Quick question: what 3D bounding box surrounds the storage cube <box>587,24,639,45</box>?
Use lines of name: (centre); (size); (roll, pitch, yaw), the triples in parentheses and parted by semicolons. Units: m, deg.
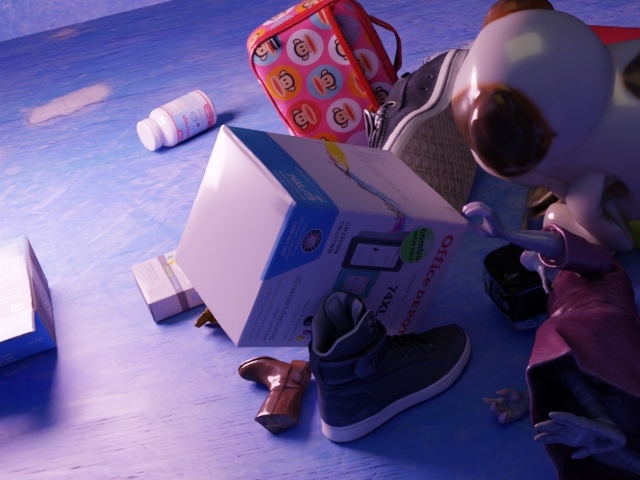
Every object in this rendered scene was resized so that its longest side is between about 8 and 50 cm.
storage cube: (0.441, -0.234, 1.612); (0.193, 0.184, 0.215); (-34, 33, -33)

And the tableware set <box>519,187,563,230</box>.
tableware set: (0.341, -0.093, 1.474); (0.128, 0.039, 0.194); (-40, 9, 28)

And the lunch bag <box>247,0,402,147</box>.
lunch bag: (0.033, -0.299, 1.785); (0.258, 0.293, 0.120); (-29, 26, 6)

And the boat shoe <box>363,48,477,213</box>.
boat shoe: (0.152, -0.148, 1.596); (0.156, 0.187, 0.500); (-12, 31, 31)

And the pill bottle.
pill bottle: (-0.309, -0.255, 2.113); (0.160, 0.087, 0.087); (-32, 32, -29)

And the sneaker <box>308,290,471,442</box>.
sneaker: (0.083, 0.116, 1.164); (0.226, 0.164, 0.086); (-29, 29, -29)

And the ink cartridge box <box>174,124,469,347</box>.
ink cartridge box: (0.000, 0.000, 1.230); (0.270, 0.198, 0.197); (4, 29, -37)

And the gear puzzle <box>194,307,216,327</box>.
gear puzzle: (-0.057, 0.008, 1.410); (0.339, 0.044, 0.175); (-46, -3, 0)

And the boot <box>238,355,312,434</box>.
boot: (-0.068, 0.195, 1.231); (0.106, 0.037, 0.114); (-6, 33, 20)

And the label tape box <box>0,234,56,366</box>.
label tape box: (-0.532, 0.136, 1.479); (0.240, 0.106, 0.334); (-20, 29, -9)

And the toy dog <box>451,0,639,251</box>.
toy dog: (0.355, -0.132, 1.149); (0.407, 0.395, 0.285); (12, 69, 3)

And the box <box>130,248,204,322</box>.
box: (-0.193, 0.050, 1.549); (0.186, 0.038, 0.145); (-20, 28, -13)

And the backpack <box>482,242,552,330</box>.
backpack: (0.264, 0.056, 1.267); (0.105, 0.084, 0.114); (-19, 33, -9)

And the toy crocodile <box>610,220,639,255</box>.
toy crocodile: (0.441, -0.072, 1.398); (0.115, 0.105, 0.340); (13, 39, 42)

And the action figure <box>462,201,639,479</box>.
action figure: (0.294, 0.089, 1.023); (0.275, 0.248, 0.370); (-7, 31, 13)
